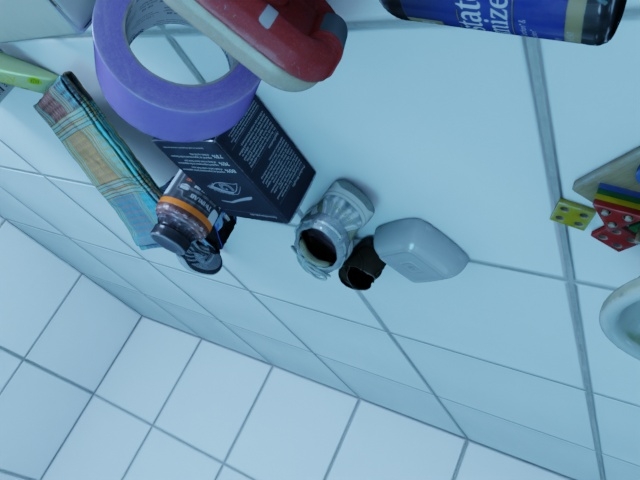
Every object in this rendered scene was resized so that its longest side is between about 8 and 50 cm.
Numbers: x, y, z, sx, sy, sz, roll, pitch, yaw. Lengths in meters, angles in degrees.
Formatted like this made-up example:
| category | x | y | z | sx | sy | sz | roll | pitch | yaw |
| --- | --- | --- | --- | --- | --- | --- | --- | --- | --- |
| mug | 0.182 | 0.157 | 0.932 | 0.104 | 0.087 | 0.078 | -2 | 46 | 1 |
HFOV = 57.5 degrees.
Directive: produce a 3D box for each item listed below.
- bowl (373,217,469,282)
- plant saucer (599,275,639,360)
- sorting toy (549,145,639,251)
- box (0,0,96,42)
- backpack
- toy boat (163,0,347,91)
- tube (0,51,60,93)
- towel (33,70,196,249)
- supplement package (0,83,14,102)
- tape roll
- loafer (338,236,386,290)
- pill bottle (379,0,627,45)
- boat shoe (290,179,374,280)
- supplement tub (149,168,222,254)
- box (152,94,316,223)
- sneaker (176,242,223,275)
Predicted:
| category | x | y | z | sx | sy | sz | roll | pitch | yaw |
| --- | --- | --- | --- | --- | --- | --- | --- | --- | --- |
| bowl | 0.167 | 0.026 | 1.011 | 0.142 | 0.053 | 0.142 | 35 | 156 | -21 |
| plant saucer | 0.516 | 0.075 | 0.610 | 0.400 | 0.100 | 0.400 | 16 | 159 | 6 |
| sorting toy | 0.366 | -0.035 | 0.649 | 0.132 | 0.046 | 0.274 | 30 | 159 | -7 |
| box | -0.377 | -0.334 | 0.711 | 0.311 | 0.148 | 0.121 | 9 | 151 | 36 |
| backpack | -0.258 | -0.073 | 1.194 | 0.158 | 0.117 | 0.173 | 22 | 155 | 13 |
| toy boat | -0.052 | -0.263 | 0.543 | 0.231 | 0.151 | 0.151 | 35 | 127 | -20 |
| tube | -0.596 | -0.321 | 1.076 | 0.240 | 0.062 | 0.070 | 15 | -154 | -27 |
| towel | -0.410 | -0.133 | 1.142 | 0.271 | 0.040 | 0.370 | -3 | 126 | 54 |
| supplement package | -0.782 | -0.335 | 1.176 | 0.262 | 0.145 | 0.204 | 8 | 151 | 42 |
| tape roll | -0.157 | -0.214 | 0.662 | 0.189 | 0.189 | 0.080 | 31 | 159 | -8 |
| loafer | 0.074 | 0.061 | 1.160 | 0.080 | 0.078 | 0.220 | 27 | 158 | 1 |
| pill bottle | 0.113 | -0.219 | 0.426 | 0.219 | 0.123 | 0.123 | 17 | 156 | 24 |
| boat shoe | 0.002 | 0.001 | 1.053 | 0.118 | 0.103 | 0.320 | 40 | 157 | 0 |
| supplement tub | -0.222 | -0.073 | 1.041 | 0.106 | 0.198 | 0.106 | 23 | 158 | 9 |
| box | -0.132 | -0.131 | 0.928 | 0.153 | 0.108 | 0.207 | 9 | 152 | 38 |
| sneaker | -0.294 | 0.016 | 1.452 | 0.153 | 0.101 | 0.268 | 15 | 153 | 36 |
